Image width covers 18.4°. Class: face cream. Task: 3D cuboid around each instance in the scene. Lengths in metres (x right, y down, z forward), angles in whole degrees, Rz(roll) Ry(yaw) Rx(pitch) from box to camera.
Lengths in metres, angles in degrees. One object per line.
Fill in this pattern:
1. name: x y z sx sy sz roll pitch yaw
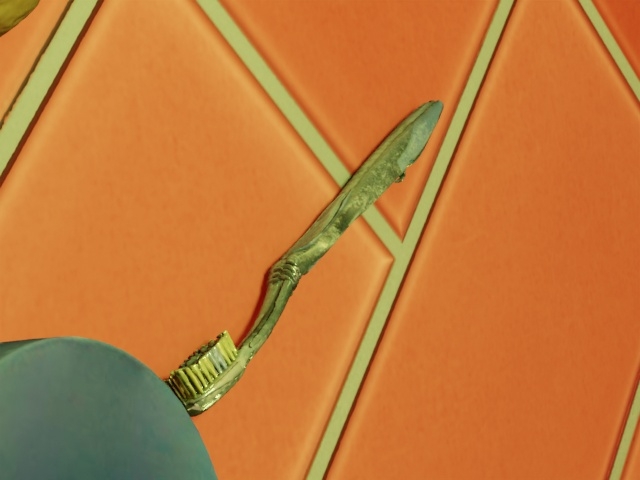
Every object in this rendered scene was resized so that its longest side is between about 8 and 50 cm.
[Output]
1. face cream: -0.207 0.183 1.079 0.249 0.225 0.249 14 72 -52

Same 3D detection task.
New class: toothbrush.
1. toothbrush: 0.000 0.000 1.527 0.413 0.035 0.042 -49 122 -43

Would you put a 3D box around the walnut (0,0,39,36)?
1. walnut: -0.234 -0.183 1.153 0.166 0.149 0.166 31 34 -23
